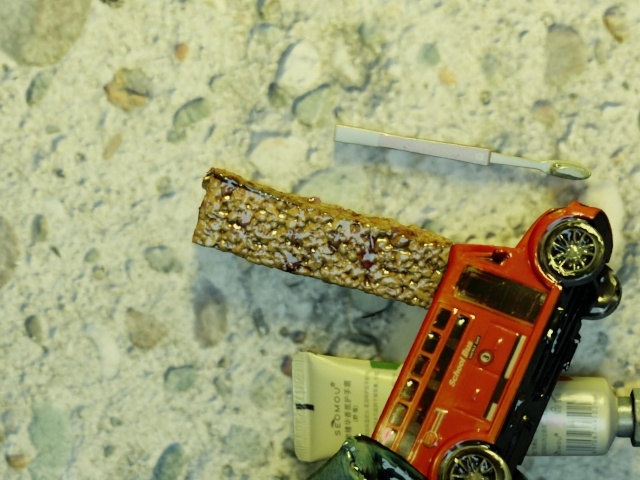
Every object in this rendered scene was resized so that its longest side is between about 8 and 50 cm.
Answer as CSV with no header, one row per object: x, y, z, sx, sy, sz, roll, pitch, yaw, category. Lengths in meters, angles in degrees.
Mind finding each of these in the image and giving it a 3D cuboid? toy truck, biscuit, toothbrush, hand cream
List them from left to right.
0.000,0.000,0.858,0.199,0.034,0.064,17,107,1,biscuit
0.106,-0.065,0.839,0.194,0.017,0.014,10,102,5,toothbrush
0.113,0.135,0.881,0.276,0.059,0.095,1,100,9,hand cream
0.124,0.088,0.805,0.114,0.107,0.252,20,80,26,toy truck

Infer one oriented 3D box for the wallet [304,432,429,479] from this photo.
0.019,0.262,0.823,0.191,0.046,0.379,38,143,-2,wallet
